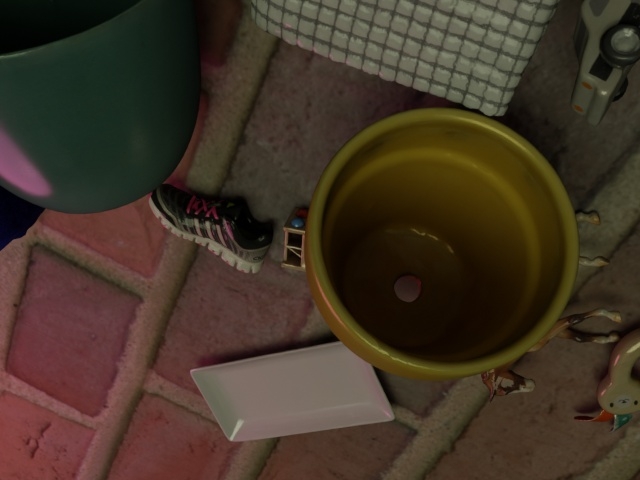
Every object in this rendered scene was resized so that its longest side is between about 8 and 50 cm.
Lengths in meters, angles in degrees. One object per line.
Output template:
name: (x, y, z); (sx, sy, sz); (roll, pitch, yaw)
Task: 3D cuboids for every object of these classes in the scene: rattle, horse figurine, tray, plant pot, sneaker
rattle: (0.391, 0.200, 0.950); (0.130, 0.142, 0.199); (26, 119, -29)
horse figurine: (0.254, 0.063, 0.946); (0.175, 0.066, 0.263); (-12, 119, 16)
tray: (-0.040, 0.209, 1.139); (0.271, 0.030, 0.145); (-13, 117, 23)
plant pot: (0.106, 0.026, 0.839); (0.254, 0.254, 0.239); (21, 164, 3)
sneaker: (-0.129, -0.030, 0.999); (0.170, 0.063, 0.075); (33, 124, -11)
plant pot: (-0.256, -0.170, 0.824); (0.293, 0.293, 0.235); (5, 137, 13)

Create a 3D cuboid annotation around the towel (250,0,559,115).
towel: (0.089, -0.276, 0.740); (0.284, 0.121, 0.235); (20, 130, 5)

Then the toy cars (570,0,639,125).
toy cars: (0.293, -0.286, 0.663); (0.087, 0.176, 0.393); (31, 125, 16)

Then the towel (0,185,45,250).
towel: (-0.405, -0.151, 0.912); (0.076, 0.227, 0.308); (-20, 115, 5)

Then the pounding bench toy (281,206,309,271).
pounding bench toy: (0.000, 0.000, 0.985); (0.083, 0.052, 0.065); (11, 123, 9)
